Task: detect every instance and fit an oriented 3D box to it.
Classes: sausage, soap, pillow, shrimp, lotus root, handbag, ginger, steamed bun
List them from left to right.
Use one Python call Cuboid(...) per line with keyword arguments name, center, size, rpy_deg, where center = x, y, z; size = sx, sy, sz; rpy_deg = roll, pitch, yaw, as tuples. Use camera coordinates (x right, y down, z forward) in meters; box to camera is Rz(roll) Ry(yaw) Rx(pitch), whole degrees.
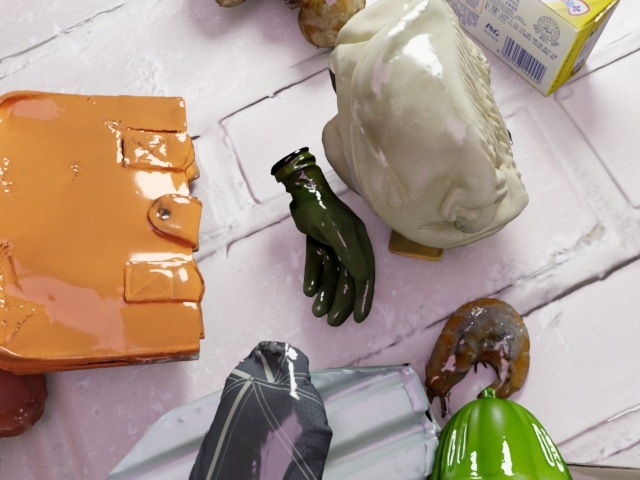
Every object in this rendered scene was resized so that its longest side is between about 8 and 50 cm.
Cuboid(name="sausage", center=(-0.493, 0.164, 0.846), size=(0.148, 0.148, 0.255), rpy_deg=(-21, 74, 0))
Cuboid(name="handbag", center=(-0.319, -0.021, 0.843), size=(0.303, 0.116, 0.410), rpy_deg=(-3, 68, -14))
Cuboid(name="pillow", center=(-0.085, 0.271, 0.619), size=(0.161, 0.092, 0.335), rpy_deg=(12, 74, 33))
Cuboid(name="soap", center=(-0.062, 0.310, 0.741), size=(0.446, 0.156, 0.261), rpy_deg=(-24, 72, -1))
Cuboid(name="ginger", center=(-0.076, -0.485, 0.985), size=(0.375, 0.176, 0.256), rpy_deg=(24, 93, 13))
Cuboid(name="steamed bun", center=(0.121, -0.147, 0.808), size=(0.237, 0.394, 0.347), rpy_deg=(-20, 111, 25))
Cuboid(name="handbag", center=(0.146, -0.005, 0.882), size=(0.083, 0.027, 0.061), rpy_deg=(11, 76, 11))
Cuboid(name="shrimp", center=(0.218, 0.166, 0.807), size=(0.132, 0.052, 0.187), rpy_deg=(36, 77, 16))
Cuboid(name="lotus root", center=(0.214, 0.259, 0.722), size=(0.186, 0.186, 0.186), rpy_deg=(-2, 73, 6))

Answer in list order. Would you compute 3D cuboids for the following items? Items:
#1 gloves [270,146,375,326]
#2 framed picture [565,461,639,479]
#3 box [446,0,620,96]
Cuboid(name="gloves", center=(0.010, -0.008, 0.854), size=(0.107, 0.135, 0.268), rpy_deg=(-14, 82, -24))
Cuboid(name="framed picture", center=(0.416, 0.504, 0.692), size=(0.325, 0.028, 0.447), rpy_deg=(1, 73, 7))
Cuboid(name="box", center=(0.306, -0.373, 0.907), size=(0.097, 0.168, 0.265), rpy_deg=(-40, 71, -10))
